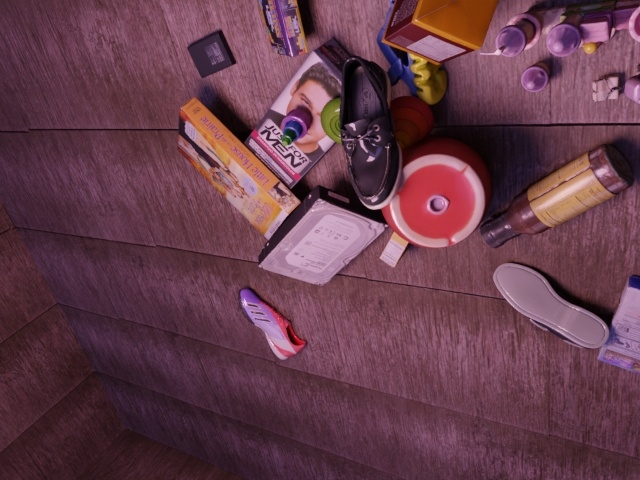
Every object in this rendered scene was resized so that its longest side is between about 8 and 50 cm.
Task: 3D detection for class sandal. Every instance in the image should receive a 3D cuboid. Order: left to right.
[{"bbox_3d":[0.178,-0.448,1.188,0.138,0.126,0.317,10,125,37],"label":"sandal"}]

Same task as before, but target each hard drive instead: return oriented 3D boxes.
[{"bbox_3d":[-0.308,-0.521,1.539,0.135,0.022,0.094,-7,117,38],"label":"hard drive"},{"bbox_3d":[0.000,0.000,1.571,0.237,0.064,0.339,20,136,-28],"label":"hard drive"}]

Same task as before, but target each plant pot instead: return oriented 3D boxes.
[{"bbox_3d":[0.259,-0.098,1.228,0.275,0.243,0.275,2,100,10],"label":"plant pot"}]

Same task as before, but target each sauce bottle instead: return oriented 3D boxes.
[{"bbox_3d":[0.512,-0.085,1.229,0.111,0.111,0.344,49,137,-6],"label":"sauce bottle"}]

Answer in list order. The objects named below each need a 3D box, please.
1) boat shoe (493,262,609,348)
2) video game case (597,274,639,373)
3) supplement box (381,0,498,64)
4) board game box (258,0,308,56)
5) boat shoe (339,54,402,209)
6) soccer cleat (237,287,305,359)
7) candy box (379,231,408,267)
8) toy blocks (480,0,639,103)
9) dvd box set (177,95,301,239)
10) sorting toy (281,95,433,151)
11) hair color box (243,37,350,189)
[{"bbox_3d":[0.570,0.172,1.383,0.302,0.114,0.091,42,177,22],"label":"boat shoe"},{"bbox_3d":[0.826,0.226,1.272,0.269,0.061,0.244,18,129,24],"label":"video game case"},{"bbox_3d":[0.226,-0.448,0.995,0.129,0.194,0.191,17,95,-14],"label":"supplement box"},{"bbox_3d":[-0.095,-0.536,1.313,0.141,0.048,0.170,42,151,58],"label":"board game box"},{"bbox_3d":[0.092,-0.235,1.133,0.127,0.340,0.113,-8,160,32],"label":"boat shoe"},{"bbox_3d":[-0.180,0.292,2.013,0.116,0.108,0.318,-30,100,24],"label":"soccer cleat"},{"bbox_3d":[0.232,-0.027,1.467,0.053,0.109,0.186,34,135,10],"label":"candy box"},{"bbox_3d":[0.460,-0.357,0.954,0.289,0.260,0.309,5,124,32],"label":"toy blocks"},{"bbox_3d":[-0.258,-0.199,1.641,0.420,0.062,0.307,45,159,-2],"label":"dvd box set"},{"bbox_3d":[0.068,-0.244,1.256,0.366,0.126,0.127,4,135,20],"label":"sorting toy"},{"bbox_3d":[-0.029,-0.317,1.430,0.185,0.113,0.374,45,135,-4],"label":"hair color box"}]
